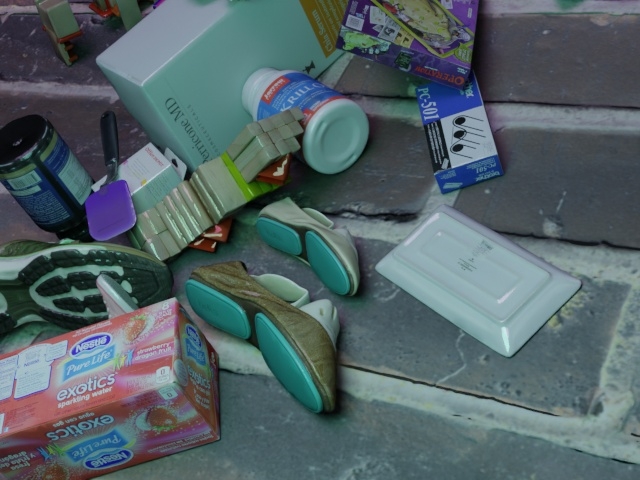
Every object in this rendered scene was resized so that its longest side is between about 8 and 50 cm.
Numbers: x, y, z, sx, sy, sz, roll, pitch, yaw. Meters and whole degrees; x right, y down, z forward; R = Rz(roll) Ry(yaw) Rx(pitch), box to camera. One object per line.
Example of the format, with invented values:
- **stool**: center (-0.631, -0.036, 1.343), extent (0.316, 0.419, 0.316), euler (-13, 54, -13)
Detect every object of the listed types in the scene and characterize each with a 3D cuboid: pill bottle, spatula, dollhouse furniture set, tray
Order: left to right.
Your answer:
- **pill bottle**: center (-0.444, -0.091, 1.753), extent (0.122, 0.219, 0.123), euler (-15, 44, 15)
- **dollhouse furniture set**: center (-0.456, -0.492, 2.236), extent (0.259, 0.135, 0.262), euler (-31, 41, -18)
- **spatula**: center (-0.343, -0.115, 1.726), extent (0.084, 0.030, 0.296), euler (-26, 43, 13)
- **pill bottle**: center (-0.033, -0.201, 1.703), extent (0.124, 0.124, 0.221), euler (-42, 44, -13)
- **tray**: center (0.201, 0.039, 1.418), extent (0.145, 0.030, 0.270), euler (-42, 44, -14)

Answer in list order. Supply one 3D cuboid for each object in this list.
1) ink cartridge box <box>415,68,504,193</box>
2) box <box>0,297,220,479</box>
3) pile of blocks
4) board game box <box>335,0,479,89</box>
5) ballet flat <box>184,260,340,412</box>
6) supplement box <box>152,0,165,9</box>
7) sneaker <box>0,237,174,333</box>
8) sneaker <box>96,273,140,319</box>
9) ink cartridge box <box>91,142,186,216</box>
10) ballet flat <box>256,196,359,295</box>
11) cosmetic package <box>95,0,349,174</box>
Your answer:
- **ink cartridge box**: center (0.206, -0.166, 1.597), extent (0.097, 0.046, 0.207), euler (-17, 44, 12)
- **box**: center (-0.299, 0.214, 1.442), extent (0.299, 0.142, 0.154), euler (-19, 44, 11)
- **pile of blocks**: center (-0.145, -0.059, 1.643), extent (0.362, 0.149, 0.113), euler (-35, 83, 28)
- **board game box**: center (0.151, -0.381, 1.714), extent (0.208, 0.056, 0.347), euler (15, 41, 0)
- **ballet flat**: center (-0.053, 0.111, 1.450), extent (0.124, 0.116, 0.342), euler (-27, 35, -26)
- **supplement box**: center (-0.194, -0.416, 2.004), extent (0.220, 0.111, 0.114), euler (26, 65, 41)
- **sneaker**: center (-0.407, 0.039, 1.684), extent (0.410, 0.158, 0.182), euler (-2, 32, 21)
- **sneaker**: center (-0.297, 0.117, 1.553), extent (0.070, 0.134, 0.051), euler (-39, 10, 5)
- **ink cartridge box**: center (-0.285, -0.083, 1.754), extent (0.143, 0.090, 0.092), euler (-38, 43, -8)
- **ballet flat**: center (0.000, 0.000, 1.536), extent (0.086, 0.086, 0.248), euler (-42, 43, -13)
- **cosmetic package**: center (-0.129, -0.348, 1.818), extent (0.453, 0.230, 0.161), euler (-44, 45, -14)
